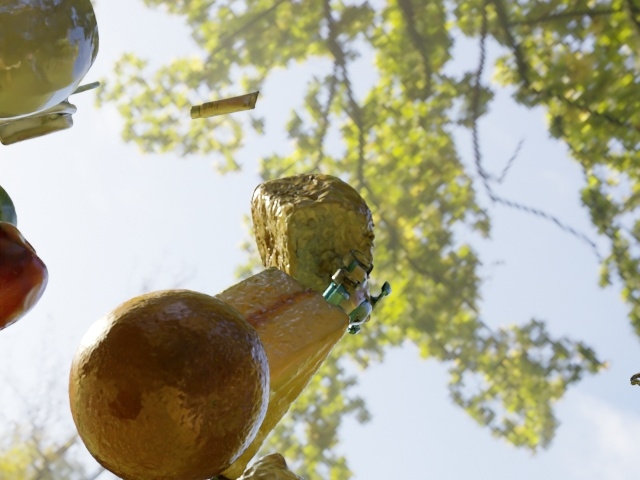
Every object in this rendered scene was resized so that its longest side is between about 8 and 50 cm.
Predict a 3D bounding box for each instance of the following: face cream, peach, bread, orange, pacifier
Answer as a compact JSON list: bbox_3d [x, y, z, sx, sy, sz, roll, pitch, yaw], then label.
[{"bbox_3d":[-0.146,-0.205,2.035,0.115,0.038,0.020,-7,-40,24],"label":"face cream"},{"bbox_3d":[-0.628,0.075,2.461,0.199,0.243,0.243,58,-32,-3],"label":"peach"},{"bbox_3d":[0.000,0.000,2.174,0.246,0.176,0.195,-140,-139,-65],"label":"bread"},{"bbox_3d":[-0.147,0.141,1.275,0.206,0.206,0.206,32,-35,26],"label":"orange"},{"bbox_3d":[-0.533,-0.329,2.090,0.312,0.357,0.219,49,-54,8],"label":"face cream"},{"bbox_3d":[-0.116,0.131,1.580,0.168,0.264,0.163,31,-10,31],"label":"bread"},{"bbox_3d":[-0.574,-0.300,2.522,0.287,0.238,0.225,-16,-83,13],"label":"pacifier"}]

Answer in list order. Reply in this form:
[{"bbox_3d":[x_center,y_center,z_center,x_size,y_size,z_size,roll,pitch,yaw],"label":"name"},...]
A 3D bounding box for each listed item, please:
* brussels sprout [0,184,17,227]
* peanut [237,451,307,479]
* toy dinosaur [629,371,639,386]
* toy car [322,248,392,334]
[{"bbox_3d":[-0.725,-0.048,2.638,0.244,0.244,0.244,32,-35,26],"label":"brussels sprout"},{"bbox_3d":[-0.049,0.392,1.653,0.136,0.298,0.120,-34,-49,20],"label":"peanut"},{"bbox_3d":[0.496,0.212,1.933,0.082,0.039,0.209,29,4,36],"label":"toy dinosaur"},{"bbox_3d":[0.042,0.096,1.989,0.098,0.161,0.126,36,-75,-5],"label":"toy car"}]
